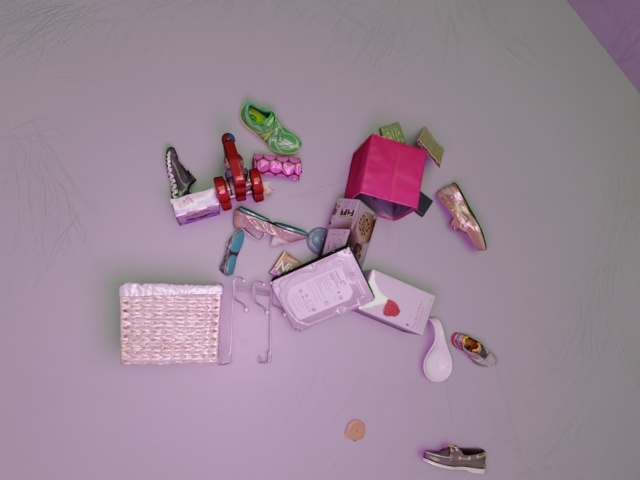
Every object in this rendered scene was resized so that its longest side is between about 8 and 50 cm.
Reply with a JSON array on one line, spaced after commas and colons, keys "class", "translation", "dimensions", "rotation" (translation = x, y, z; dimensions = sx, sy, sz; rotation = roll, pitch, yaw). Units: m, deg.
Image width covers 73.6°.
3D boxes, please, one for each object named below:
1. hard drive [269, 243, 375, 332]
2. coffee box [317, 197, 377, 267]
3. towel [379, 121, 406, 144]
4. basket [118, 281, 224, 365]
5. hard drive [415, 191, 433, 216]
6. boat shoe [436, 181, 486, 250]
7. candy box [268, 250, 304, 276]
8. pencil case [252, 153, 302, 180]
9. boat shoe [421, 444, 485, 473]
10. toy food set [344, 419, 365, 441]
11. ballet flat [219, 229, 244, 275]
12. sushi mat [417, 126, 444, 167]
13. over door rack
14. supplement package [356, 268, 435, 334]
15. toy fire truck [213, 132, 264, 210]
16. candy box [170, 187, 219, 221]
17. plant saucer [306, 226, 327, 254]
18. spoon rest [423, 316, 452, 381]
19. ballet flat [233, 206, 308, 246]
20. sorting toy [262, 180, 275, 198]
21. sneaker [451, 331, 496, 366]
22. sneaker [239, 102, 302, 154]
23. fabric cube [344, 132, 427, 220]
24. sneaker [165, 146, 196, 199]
[{"class": "hard drive", "translation": [0.008, 0.186, 1.637], "dimensions": [0.339, 0.064, 0.236], "rotation": [-24, 101, 10]}, {"class": "coffee box", "translation": [0.112, -0.005, 1.768], "dimensions": [0.168, 0.119, 0.296], "rotation": [33, 71, -49]}, {"class": "towel", "translation": [0.338, -0.465, 1.973], "dimensions": [0.110, 0.027, 0.147], "rotation": [-19, 88, -15]}, {"class": "basket", "translation": [-0.514, 0.279, 1.505], "dimensions": [0.332, 0.328, 0.266], "rotation": [3, 83, -14]}, {"class": "hard drive", "translation": [0.439, -0.183, 1.960], "dimensions": [0.135, 0.022, 0.094], "rotation": [37, 75, -6]}, {"class": "boat shoe", "translation": [0.651, -0.096, 1.964], "dimensions": [0.110, 0.122, 0.340], "rotation": [-28, 86, 21]}, {"class": "candy box", "translation": [-0.106, 0.140, 1.765], "dimensions": [0.187, 0.053, 0.109], "rotation": [36, 76, -8]}, {"class": "pencil case", "translation": [-0.182, -0.307, 1.793], "dimensions": [0.210, 0.095, 0.098], "rotation": [4, 97, -11]}, {"class": "boat shoe", "translation": [0.562, 0.905, 1.794], "dimensions": [0.305, 0.109, 0.091], "rotation": [16, 78, -17]}, {"class": "toy food set", "translation": [0.145, 0.778, 1.752], "dimensions": [0.083, 0.020, 0.083], "rotation": [25, 77, -10]}, {"class": "ballet flat", "translation": [-0.361, 0.045, 1.708], "dimensions": [0.070, 0.070, 0.188], "rotation": [19, 83, -11]}, {"class": "sushi mat", "translation": [0.492, -0.420, 1.896], "dimensions": [0.151, 0.316, 0.019], "rotation": [47, 119, -6]}, {"class": "over door rack", "translation": [-0.241, 0.312, 1.618], "dimensions": [0.240, 0.108, 0.323], "rotation": [22, 73, -52]}, {"class": "supplement package", "translation": [0.288, 0.257, 1.780], "dimensions": [0.293, 0.175, 0.177], "rotation": [23, 78, -9]}, {"class": "toy fire truck", "translation": [-0.330, -0.266, 1.635], "dimensions": [0.170, 0.302, 0.253], "rotation": [-16, 84, -11]}, {"class": "candy box", "translation": [-0.475, -0.126, 1.637], "dimensions": [0.165, 0.196, 0.070], "rotation": [-18, 86, -15]}, {"class": "plant saucer", "translation": [0.000, 0.000, 1.827], "dimensions": [0.120, 0.021, 0.119], "rotation": [2, 82, -14]}, {"class": "spoon rest", "translation": [0.501, 0.471, 1.851], "dimensions": [0.138, 0.084, 0.275], "rotation": [-2, 82, -14]}, {"class": "ballet flat", "translation": [-0.208, -0.038, 1.753], "dimensions": [0.316, 0.107, 0.106], "rotation": [21, 98, -5]}, {"class": "sorting toy", "translation": [-0.230, -0.214, 1.793], "dimensions": [0.075, 0.045, 0.083], "rotation": [-34, 80, -28]}, {"class": "sneaker", "translation": [0.687, 0.490, 1.888], "dimensions": [0.225, 0.093, 0.088], "rotation": [33, 76, -8]}, {"class": "sneaker", "translation": [-0.210, -0.464, 1.788], "dimensions": [0.296, 0.123, 0.109], "rotation": [33, 75, -8]}, {"class": "fabric cube", "translation": [0.267, -0.256, 1.810], "dimensions": [0.259, 0.254, 0.257], "rotation": [15, 77, -11]}, {"class": "sneaker", "translation": [-0.553, -0.259, 1.703], "dimensions": [0.106, 0.078, 0.234], "rotation": [-9, 88, -18]}]
